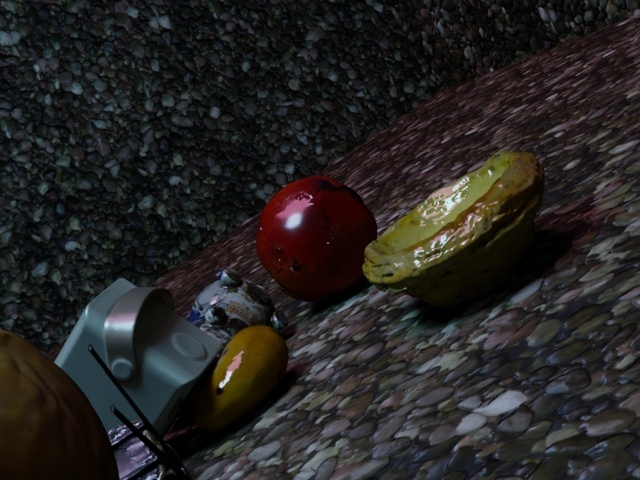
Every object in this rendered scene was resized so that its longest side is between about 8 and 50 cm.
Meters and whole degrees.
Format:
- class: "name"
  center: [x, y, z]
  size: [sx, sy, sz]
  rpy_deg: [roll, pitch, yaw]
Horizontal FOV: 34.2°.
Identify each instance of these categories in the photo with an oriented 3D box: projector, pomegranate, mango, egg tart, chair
- class: "projector"
  center: [-0.261, 0.182, 1.410]
  size: [0.242, 0.177, 0.163]
  rpy_deg: [-57, 0, 19]
- class: "pomegranate"
  center: [0.000, 0.000, 1.732]
  size: [0.210, 0.210, 0.235]
  rpy_deg: [-29, -18, 18]
- class: "mango"
  center: [-0.105, 0.183, 1.413]
  size: [0.115, 0.090, 0.178]
  rpy_deg: [-40, 6, 37]
- class: "egg tart"
  center: [0.186, -0.001, 1.347]
  size: [0.294, 0.123, 0.294]
  rpy_deg: [-35, 8, 6]
- class: "chair"
  center: [-0.259, 0.269, 1.224]
  size: [0.159, 0.247, 0.172]
  rpy_deg: [-32, 33, -3]

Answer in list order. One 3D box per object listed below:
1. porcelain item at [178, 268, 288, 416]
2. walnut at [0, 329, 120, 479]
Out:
- class: "porcelain item"
  center: [-0.164, 0.169, 1.620]
  size: [0.186, 0.138, 0.288]
  rpy_deg: [-47, 8, 19]
- class: "walnut"
  center: [-0.335, 0.267, 0.894]
  size: [0.354, 0.308, 0.397]
  rpy_deg: [27, 95, 61]
